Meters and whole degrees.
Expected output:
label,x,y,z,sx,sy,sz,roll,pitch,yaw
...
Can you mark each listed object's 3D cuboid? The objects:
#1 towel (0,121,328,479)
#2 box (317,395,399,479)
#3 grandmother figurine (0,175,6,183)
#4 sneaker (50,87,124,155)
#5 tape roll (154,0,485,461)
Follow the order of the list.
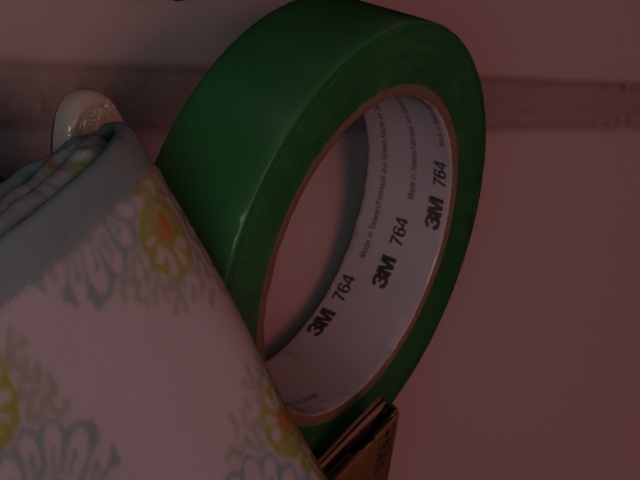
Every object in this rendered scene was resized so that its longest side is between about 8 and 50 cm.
label,x,y,z,sx,sy,sz,roll,pitch,yaw
towel,-0.126,0.157,0.661,0.374,0.090,0.320,-49,120,-50
box,-0.007,0.215,1.017,0.164,0.021,0.201,-44,159,-25
grandmother figurine,-0.253,0.011,0.747,0.208,0.104,0.342,-38,132,1
sneaker,-0.154,-0.029,0.831,0.058,0.084,0.152,-46,144,-37
tape roll,0.000,0.000,0.946,0.321,0.077,0.321,-39,140,-42
